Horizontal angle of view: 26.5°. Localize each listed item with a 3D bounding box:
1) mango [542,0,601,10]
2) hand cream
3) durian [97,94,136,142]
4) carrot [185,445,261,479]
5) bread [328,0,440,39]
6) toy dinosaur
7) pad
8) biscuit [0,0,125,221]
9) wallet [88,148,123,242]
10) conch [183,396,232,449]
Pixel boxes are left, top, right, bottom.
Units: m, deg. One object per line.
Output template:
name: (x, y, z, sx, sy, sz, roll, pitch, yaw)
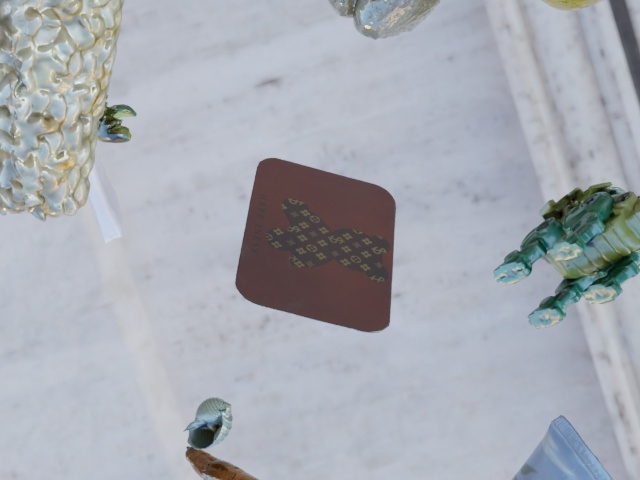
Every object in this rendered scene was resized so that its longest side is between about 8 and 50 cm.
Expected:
mango: (0.248, -0.265, 1.165, 0.191, 0.085, 0.122, -38, 170, -10)
hand cream: (0.190, 0.238, 1.204, 0.058, 0.091, 0.271, -26, 161, -25)
durian: (-0.275, -0.159, 0.918, 0.132, 0.107, 0.375, -15, 153, 40)
carrot: (-0.120, 0.386, 2.115, 0.248, 0.059, 0.059, 27, -150, 23)
bread: (0.127, -0.343, 1.298, 0.337, 0.102, 0.183, -50, 170, 10)
toy dinosaur: (0.264, -0.006, 1.228, 0.153, 0.094, 0.259, -48, -167, -31)
pad: (0.000, 0.000, 1.574, 0.181, 0.004, 0.267, 14, -140, -7)
biscuit: (-0.133, -0.092, 0.618, 0.070, 0.168, 0.082, -10, -148, -36)
wallet: (-0.298, -0.087, 1.776, 0.033, 0.190, 0.095, -16, -138, 0)
conch: (-0.168, 0.287, 2.115, 0.056, 0.076, 0.085, 14, 127, -44)
